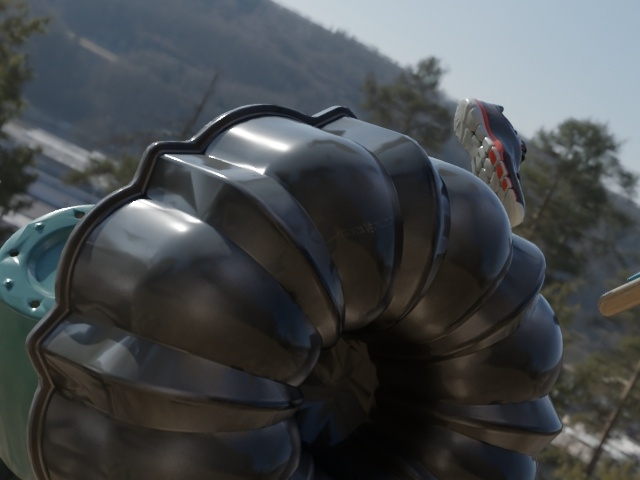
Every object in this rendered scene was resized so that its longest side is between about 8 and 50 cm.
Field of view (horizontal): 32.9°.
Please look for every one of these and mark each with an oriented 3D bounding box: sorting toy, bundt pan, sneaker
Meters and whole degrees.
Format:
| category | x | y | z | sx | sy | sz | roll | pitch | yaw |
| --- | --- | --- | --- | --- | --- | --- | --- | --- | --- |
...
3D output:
| category | x | y | z | sx | sy | sz | roll | pitch | yaw |
| --- | --- | --- | --- | --- | --- | --- | --- | --- | --- |
| sorting toy | 0.383 | 0.004 | 1.022 | 0.208 | 0.193 | 0.038 | -15 | 77 | -43 |
| bundt pan | 0.011 | 0.085 | 0.615 | 0.331 | 0.331 | 0.124 | 24 | -7 | -31 |
| sneaker | 0.191 | -0.085 | 1.116 | 0.065 | 0.061 | 0.158 | -3 | 60 | -21 |

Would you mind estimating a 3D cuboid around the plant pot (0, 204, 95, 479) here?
| category | x | y | z | sx | sy | sz | roll | pitch | yaw |
| --- | --- | --- | --- | --- | --- | --- | --- | --- | --- |
| plant pot | -0.252 | 0.104 | 1.222 | 0.293 | 0.293 | 0.235 | 29 | -37 | 29 |
